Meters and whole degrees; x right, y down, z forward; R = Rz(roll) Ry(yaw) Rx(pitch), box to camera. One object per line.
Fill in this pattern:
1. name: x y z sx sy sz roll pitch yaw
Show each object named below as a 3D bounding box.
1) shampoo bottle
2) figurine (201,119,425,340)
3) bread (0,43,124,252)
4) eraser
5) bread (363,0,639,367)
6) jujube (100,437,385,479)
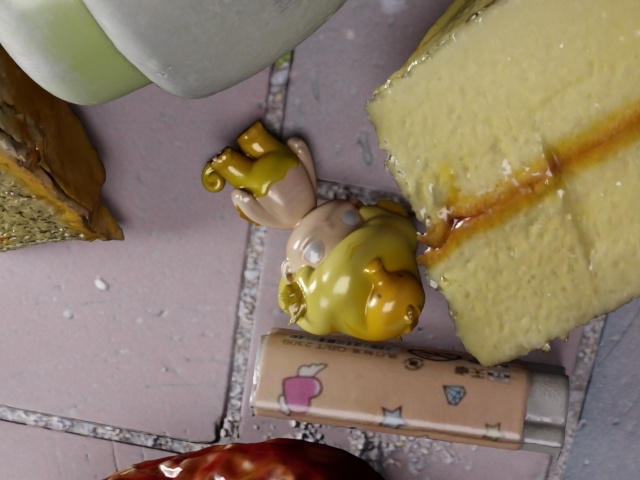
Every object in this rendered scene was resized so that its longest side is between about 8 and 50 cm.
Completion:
1. shampoo bottle: -0.117 -0.275 1.450 0.317 0.322 0.322 -25 114 14
2. figurine: 0.000 0.000 1.725 0.156 0.131 0.246 -41 94 -15
3. bread: -0.341 -0.150 1.711 0.248 0.279 0.315 -13 161 16
4. eraser: 0.086 0.143 1.772 0.291 0.171 0.087 7 95 4
5. bread: 0.225 -0.088 1.532 0.405 0.242 0.346 -42 114 2
6. jujube: -0.095 0.343 1.858 0.377 0.276 0.276 -12 118 11
